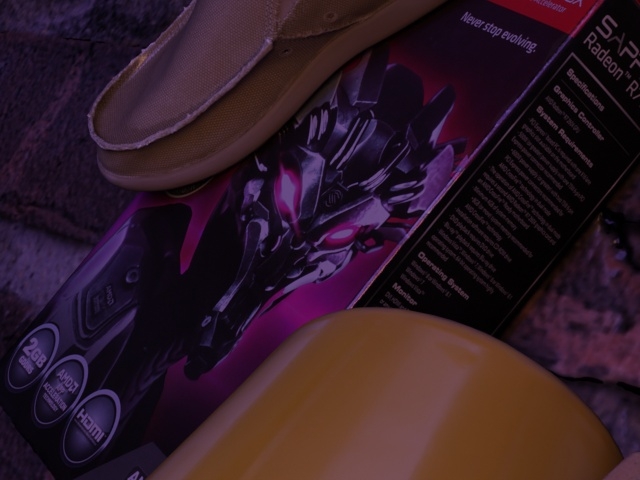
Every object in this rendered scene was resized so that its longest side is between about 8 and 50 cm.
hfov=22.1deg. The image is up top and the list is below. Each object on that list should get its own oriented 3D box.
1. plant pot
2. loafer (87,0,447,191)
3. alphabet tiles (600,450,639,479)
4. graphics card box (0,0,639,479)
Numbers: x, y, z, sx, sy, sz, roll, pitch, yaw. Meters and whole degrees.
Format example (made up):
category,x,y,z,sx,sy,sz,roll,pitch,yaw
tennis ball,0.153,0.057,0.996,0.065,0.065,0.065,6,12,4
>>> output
category,x,y,z,sx,sy,sz,roll,pitch,yaw
plant pot,0.005,0.164,0.610,0.254,0.254,0.239,-10,35,41
loafer,-0.028,-0.127,0.856,0.268,0.092,0.102,-35,37,18
alphabet tiles,0.194,0.140,0.441,0.342,0.011,0.285,-36,55,-23
graphics card box,0.000,0.000,0.868,0.371,0.094,0.233,-51,36,-1
